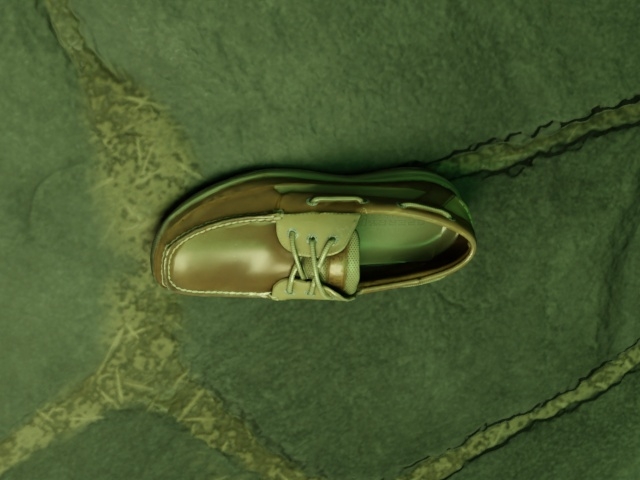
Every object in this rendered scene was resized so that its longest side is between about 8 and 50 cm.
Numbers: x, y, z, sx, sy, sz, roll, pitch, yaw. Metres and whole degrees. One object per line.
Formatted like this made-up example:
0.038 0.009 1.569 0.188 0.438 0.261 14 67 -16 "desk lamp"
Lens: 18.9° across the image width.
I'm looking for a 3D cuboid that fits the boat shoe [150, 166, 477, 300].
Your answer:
0.000 0.000 1.838 0.324 0.116 0.123 -11 119 -16 "boat shoe"
